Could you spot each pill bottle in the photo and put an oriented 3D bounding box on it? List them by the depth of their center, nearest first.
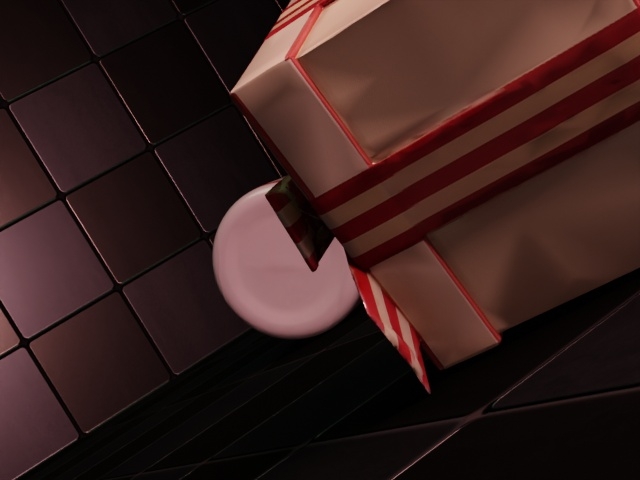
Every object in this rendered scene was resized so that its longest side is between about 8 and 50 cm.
[{"bbox_3d":[0.000,0.000,1.748,0.210,0.210,0.363,-32,1,18],"label":"pill bottle"}]

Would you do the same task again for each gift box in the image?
[{"bbox_3d":[0.113,-0.074,0.783,0.258,0.276,0.255,-27,15,25],"label":"gift box"}]
